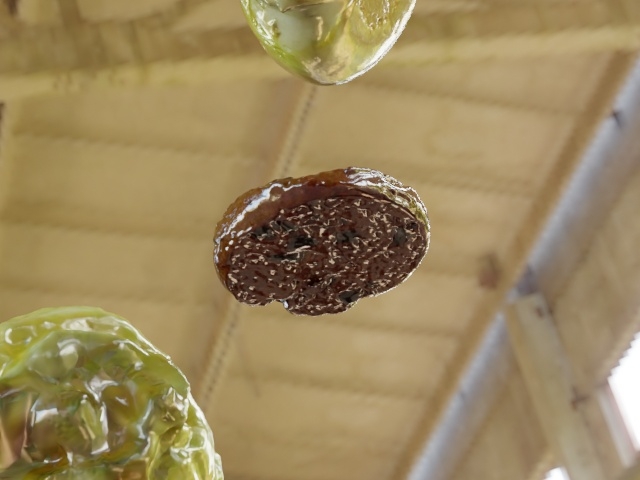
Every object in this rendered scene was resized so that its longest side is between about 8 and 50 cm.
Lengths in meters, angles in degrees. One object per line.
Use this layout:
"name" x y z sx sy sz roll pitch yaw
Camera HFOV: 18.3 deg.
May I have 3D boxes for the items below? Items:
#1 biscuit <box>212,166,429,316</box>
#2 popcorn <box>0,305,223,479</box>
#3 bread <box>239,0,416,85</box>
"biscuit" 0.000 0.000 1.727 0.192 0.049 0.192 -8 -37 -6
"popcorn" -0.215 0.199 1.765 0.293 0.293 0.237 -5 -17 -21
"bread" 0.005 -0.215 1.402 0.104 0.213 0.213 20 -16 26
